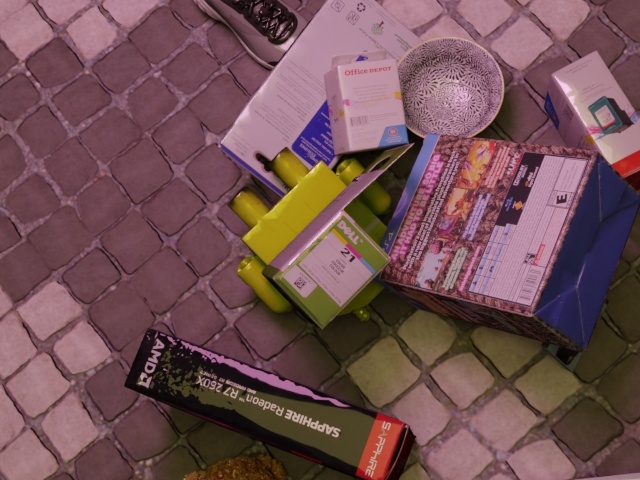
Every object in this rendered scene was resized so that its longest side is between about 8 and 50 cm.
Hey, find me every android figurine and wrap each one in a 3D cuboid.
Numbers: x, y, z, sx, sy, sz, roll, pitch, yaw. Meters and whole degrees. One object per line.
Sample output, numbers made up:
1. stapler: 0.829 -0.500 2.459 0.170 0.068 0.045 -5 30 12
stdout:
1. android figurine: 0.000 0.000 1.527 0.273 0.056 0.248 44 85 -7

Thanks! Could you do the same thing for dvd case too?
1. dvd case: 0.363 0.117 1.471 0.013 0.087 0.119 18 74 47

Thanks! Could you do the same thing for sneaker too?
1. sneaker: -0.107 -0.361 1.640 0.271 0.108 0.100 38 83 8

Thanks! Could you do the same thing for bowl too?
1. bowl: 0.194 -0.217 1.578 0.170 0.080 0.170 -2 76 8

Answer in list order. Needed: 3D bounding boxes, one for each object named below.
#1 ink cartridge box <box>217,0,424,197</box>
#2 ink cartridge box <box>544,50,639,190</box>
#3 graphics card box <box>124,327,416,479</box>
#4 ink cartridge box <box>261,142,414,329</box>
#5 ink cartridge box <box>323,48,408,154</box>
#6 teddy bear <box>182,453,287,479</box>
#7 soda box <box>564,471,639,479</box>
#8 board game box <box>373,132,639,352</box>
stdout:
1. ink cartridge box: -0.002 -0.222 1.585 0.165 0.065 0.332 39 81 -11
2. ink cartridge box: 0.418 -0.141 1.500 0.078 0.134 0.231 -27 75 0
3. graphics card box: -0.060 0.235 1.421 0.371 0.233 0.094 20 80 11
4. ink cartridge box: 0.047 -0.009 1.411 0.255 0.189 0.097 -44 96 -5
5. ink cartridge box: 0.064 -0.204 1.522 0.092 0.090 0.143 -8 92 -14
6. teddy bear: -0.091 0.466 1.430 0.245 0.113 0.338 4 77 7
7. soda box: 0.363 0.359 1.412 0.216 0.074 0.069 -7 75 6
8. board game box: 0.247 -0.004 1.414 0.291 0.141 0.232 13 75 47
